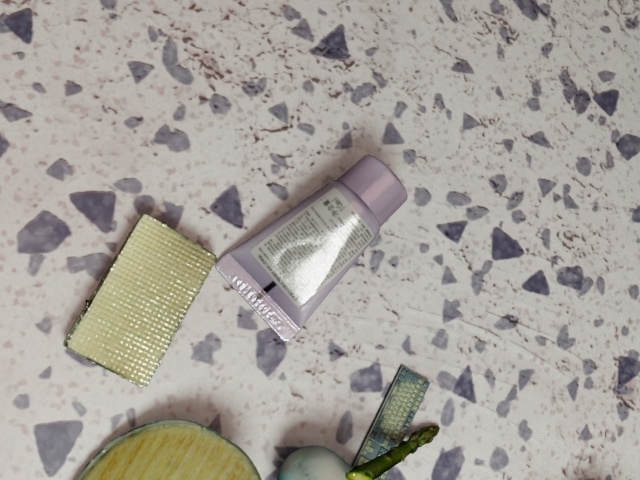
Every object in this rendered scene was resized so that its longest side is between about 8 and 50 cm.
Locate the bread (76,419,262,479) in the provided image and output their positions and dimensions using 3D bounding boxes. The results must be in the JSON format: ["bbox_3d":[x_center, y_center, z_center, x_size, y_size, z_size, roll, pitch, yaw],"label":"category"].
[{"bbox_3d":[-0.184,0.341,0.750,0.266,0.040,0.267,-5,56,8],"label":"bread"}]

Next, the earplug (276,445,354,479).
[{"bbox_3d":[0.045,0.419,0.827,0.185,0.185,0.324,-23,85,-21],"label":"earplug"}]

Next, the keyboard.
[{"bbox_3d":[0.103,0.275,0.944,0.055,0.014,0.176,33,73,-9],"label":"keyboard"}]

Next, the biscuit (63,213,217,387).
[{"bbox_3d":[-0.233,0.077,0.840,0.121,0.040,0.199,32,74,-15],"label":"biscuit"}]

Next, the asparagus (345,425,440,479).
[{"bbox_3d":[0.103,0.295,0.882,0.236,0.034,0.027,-3,49,-54],"label":"asparagus"}]

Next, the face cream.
[{"bbox_3d":[0.000,0.000,0.916,0.274,0.096,0.154,-42,100,-7],"label":"face cream"}]
